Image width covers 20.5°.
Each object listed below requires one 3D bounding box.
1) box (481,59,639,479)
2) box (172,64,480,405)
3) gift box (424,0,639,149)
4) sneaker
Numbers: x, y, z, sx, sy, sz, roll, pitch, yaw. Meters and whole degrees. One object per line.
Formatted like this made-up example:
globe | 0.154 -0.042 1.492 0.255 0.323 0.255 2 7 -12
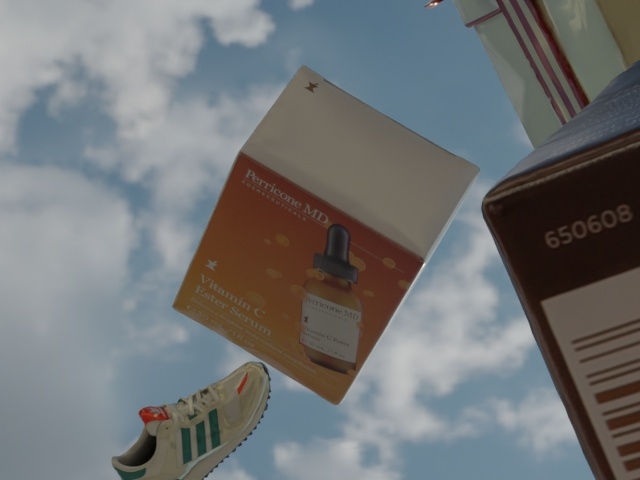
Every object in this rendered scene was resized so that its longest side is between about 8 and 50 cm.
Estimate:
box | 0.167 0.014 0.453 0.167 0.203 0.168 -22 -84 23
box | 0.000 0.000 1.107 0.130 0.091 0.170 31 -40 4
gift box | 0.241 -0.168 1.268 0.276 0.255 0.258 -27 -87 -19
sneaker | -0.114 0.160 1.544 0.161 0.075 0.057 -47 -150 4
